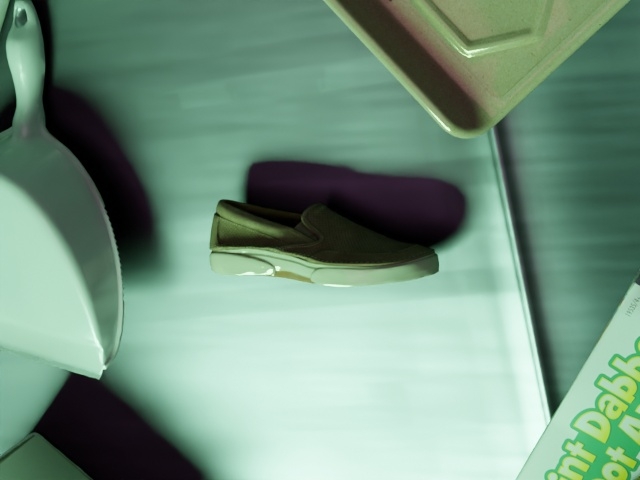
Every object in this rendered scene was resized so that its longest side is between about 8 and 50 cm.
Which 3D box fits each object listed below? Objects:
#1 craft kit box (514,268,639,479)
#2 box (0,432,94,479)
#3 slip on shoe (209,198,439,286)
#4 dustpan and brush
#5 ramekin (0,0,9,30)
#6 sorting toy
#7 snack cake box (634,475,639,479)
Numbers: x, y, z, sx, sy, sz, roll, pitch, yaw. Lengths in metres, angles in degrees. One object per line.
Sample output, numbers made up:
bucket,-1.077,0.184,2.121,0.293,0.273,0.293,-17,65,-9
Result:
craft kit box,0.220,0.170,0.796,0.246,0.061,0.250,31,119,13
box,-0.214,0.267,0.979,0.148,0.127,0.232,40,119,5
slip on shoe,0.000,0.000,0.832,0.135,0.051,0.041,4,99,29
dustpan and brush,-0.177,-0.036,0.896,0.147,0.060,0.211,13,121,33
ramekin,-0.260,-0.113,0.786,0.127,0.273,0.273,23,117,0
sorting toy,0.081,-0.184,0.735,0.193,0.038,0.208,47,115,1
snack cake box,0.156,0.236,0.768,0.152,0.089,0.264,43,120,2
